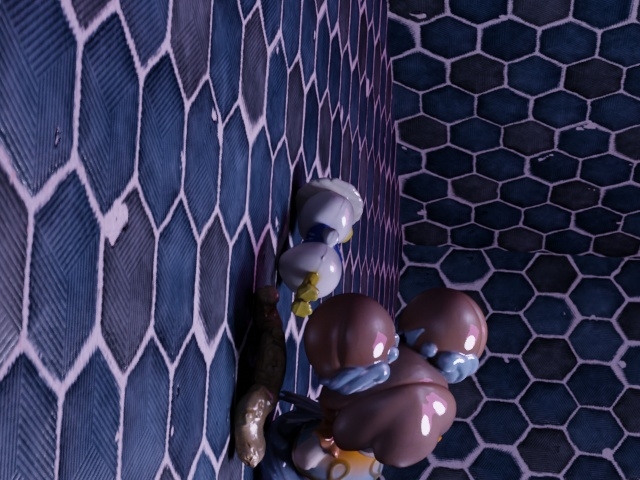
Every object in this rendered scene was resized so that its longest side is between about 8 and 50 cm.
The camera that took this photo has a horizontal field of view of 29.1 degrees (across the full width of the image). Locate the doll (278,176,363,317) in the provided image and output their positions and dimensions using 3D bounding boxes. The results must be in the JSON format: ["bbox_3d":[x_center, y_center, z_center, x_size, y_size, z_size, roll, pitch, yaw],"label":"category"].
[{"bbox_3d":[0.000,0.000,2.023,0.293,0.119,0.138,-78,-165,-47],"label":"doll"}]

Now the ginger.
[{"bbox_3d":[-0.080,0.199,1.759,0.149,0.065,0.258,78,16,-71],"label":"ginger"}]

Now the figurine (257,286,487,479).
[{"bbox_3d":[0.069,0.239,1.797,0.388,0.277,0.248,-46,-125,54],"label":"figurine"}]
